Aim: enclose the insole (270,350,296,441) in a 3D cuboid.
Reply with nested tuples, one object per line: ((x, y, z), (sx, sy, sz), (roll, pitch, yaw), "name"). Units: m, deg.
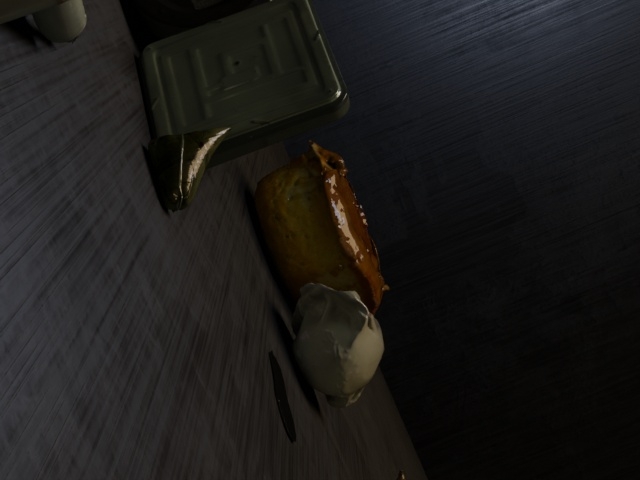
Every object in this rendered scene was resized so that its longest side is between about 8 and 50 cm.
((-0.057, 0.228, 1.832), (0.188, 0.004, 0.064), (-106, 173, -57), "insole")

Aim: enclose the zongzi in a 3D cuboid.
((-0.154, -0.092, 1.571), (0.052, 0.113, 0.104), (110, -35, -62), "zongzi")

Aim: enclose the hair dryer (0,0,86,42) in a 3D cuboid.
((-0.239, -0.240, 1.147), (0.357, 0.173, 0.108), (147, -77, -81), "hair dryer")

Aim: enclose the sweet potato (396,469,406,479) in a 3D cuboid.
((0.169, 0.584, 2.406), (0.075, 0.074, 0.270), (45, 33, -79), "sweet potato")

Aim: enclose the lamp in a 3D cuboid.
((-0.111, -0.221, 1.708), (0.047, 0.266, 0.269), (69, 2, -46), "lamp")

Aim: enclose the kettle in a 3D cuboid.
((-0.143, -0.311, 1.981), (0.321, 0.228, 0.324), (54, -9, 24), "kettle")

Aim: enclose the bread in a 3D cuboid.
((-0.001, -0.003, 2.415), (0.337, 0.204, 0.358), (-112, 180, -46), "bread")

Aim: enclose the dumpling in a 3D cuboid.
((0.015, 0.176, 2.135), (0.193, 0.147, 0.258), (30, -46, 34), "dumpling")
